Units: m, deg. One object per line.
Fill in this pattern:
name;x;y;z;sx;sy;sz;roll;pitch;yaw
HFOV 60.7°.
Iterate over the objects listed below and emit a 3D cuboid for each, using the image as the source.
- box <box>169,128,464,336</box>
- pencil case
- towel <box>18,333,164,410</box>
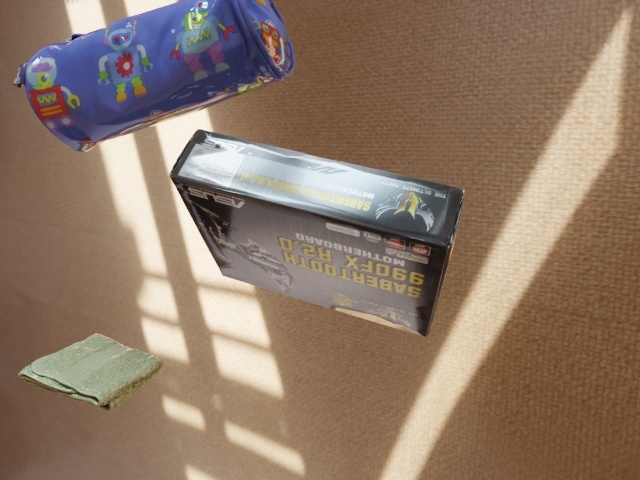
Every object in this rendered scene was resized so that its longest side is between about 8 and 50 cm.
box;0.000;0.000;0.497;0.230;0.183;0.056;16;62;13
pencil case;-0.184;-0.201;0.621;0.305;0.119;0.133;-13;92;17
towel;-0.253;0.147;0.628;0.109;0.148;0.027;18;96;7
